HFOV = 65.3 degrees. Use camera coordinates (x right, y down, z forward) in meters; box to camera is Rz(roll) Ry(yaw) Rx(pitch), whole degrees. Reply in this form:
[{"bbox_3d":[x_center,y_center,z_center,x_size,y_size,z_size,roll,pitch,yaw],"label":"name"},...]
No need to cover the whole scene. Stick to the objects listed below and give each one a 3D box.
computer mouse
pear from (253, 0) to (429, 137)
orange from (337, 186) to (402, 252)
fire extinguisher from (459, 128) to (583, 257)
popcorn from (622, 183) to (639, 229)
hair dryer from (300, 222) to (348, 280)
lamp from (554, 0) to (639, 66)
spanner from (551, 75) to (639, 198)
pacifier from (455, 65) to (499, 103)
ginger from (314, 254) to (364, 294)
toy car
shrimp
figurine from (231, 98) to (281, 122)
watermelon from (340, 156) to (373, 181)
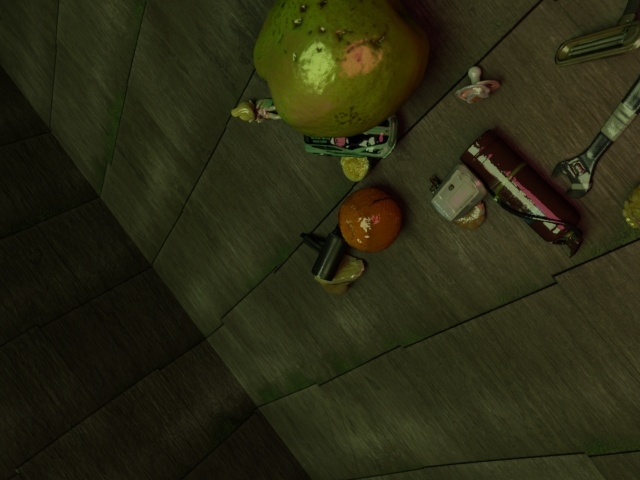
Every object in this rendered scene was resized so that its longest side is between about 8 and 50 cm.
[{"bbox_3d":[0.335,-0.115,1.212,0.102,0.045,0.199,49,160,12],"label":"computer mouse"},{"bbox_3d":[0.036,-0.405,1.122,0.391,0.391,0.390,26,133,31],"label":"pear"},{"bbox_3d":[0.145,-0.059,1.435,0.193,0.161,0.193,40,144,37],"label":"orange"},{"bbox_3d":[0.466,-0.095,1.134,0.341,0.105,0.141,48,176,8],"label":"fire extinguisher"},{"bbox_3d":[0.648,-0.062,0.980,0.109,0.089,0.097,63,177,4],"label":"popcorn"},{"bbox_3d":[0.000,0.000,1.691,0.248,0.078,0.195,35,104,51],"label":"hair dryer"},{"bbox_3d":[0.465,-0.462,0.880,0.283,0.125,0.203,61,161,-12],"label":"lamp"},{"bbox_3d":[0.570,-0.215,0.995,0.087,0.024,0.315,43,140,23],"label":"spanner"},{"bbox_3d":[0.341,-0.348,1.103,0.099,0.082,0.078,-9,82,48],"label":"pacifier"},{"bbox_3d":[0.081,0.127,1.699,0.193,0.115,0.122,-7,133,40],"label":"ginger"},{"bbox_3d":[0.060,-0.295,1.345,0.306,0.125,0.136,12,100,42],"label":"toy car"},{"bbox_3d":[0.348,-0.103,1.288,0.180,0.041,0.099,47,140,11],"label":"shrimp"},{"bbox_3d":[-0.200,-0.416,1.605,0.188,0.083,0.083,13,126,28],"label":"figurine"},{"bbox_3d":[0.111,-0.221,1.426,0.106,0.062,0.105,12,107,44],"label":"watermelon"}]
